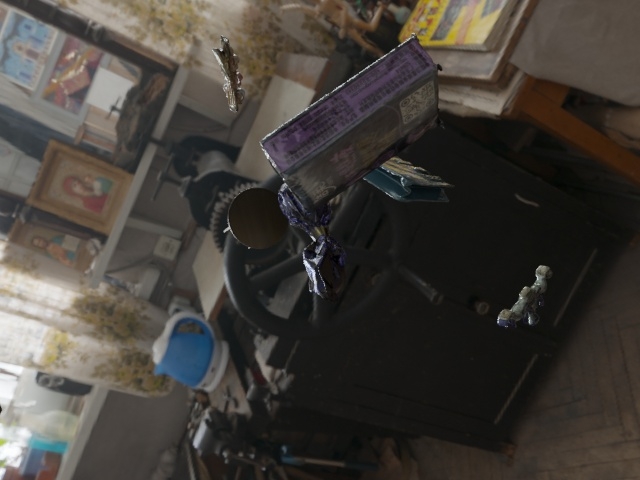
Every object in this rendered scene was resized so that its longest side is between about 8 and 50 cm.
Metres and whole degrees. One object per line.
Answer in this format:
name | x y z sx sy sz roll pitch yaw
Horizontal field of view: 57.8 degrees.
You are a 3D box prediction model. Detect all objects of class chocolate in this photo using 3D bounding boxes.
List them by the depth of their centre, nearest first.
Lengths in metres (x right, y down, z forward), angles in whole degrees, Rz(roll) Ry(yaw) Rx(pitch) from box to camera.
chocolate | -0.001 0.004 1.389 0.126 0.148 0.343 -24 54 4

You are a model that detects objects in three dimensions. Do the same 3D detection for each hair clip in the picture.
hair clip | -0.203 -0.375 1.306 0.056 0.062 0.214 -52 -17 -18

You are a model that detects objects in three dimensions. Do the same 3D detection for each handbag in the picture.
handbag | 0.211 -0.164 1.479 0.229 0.179 0.062 41 123 47

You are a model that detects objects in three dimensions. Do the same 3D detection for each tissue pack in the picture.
tissue pack | 0.073 -0.216 1.170 0.361 0.259 0.122 -34 72 2

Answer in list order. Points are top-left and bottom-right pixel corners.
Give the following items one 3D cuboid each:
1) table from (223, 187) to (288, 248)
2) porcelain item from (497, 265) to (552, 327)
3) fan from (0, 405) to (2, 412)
table | -0.197 -0.051 1.659 0.227 0.167 0.167 164 124 -72
porcelain item | 0.338 0.109 0.939 0.136 0.075 0.021 -42 33 -23
fan | -0.481 0.102 0.602 0.011 0.335 0.229 -37 32 11
